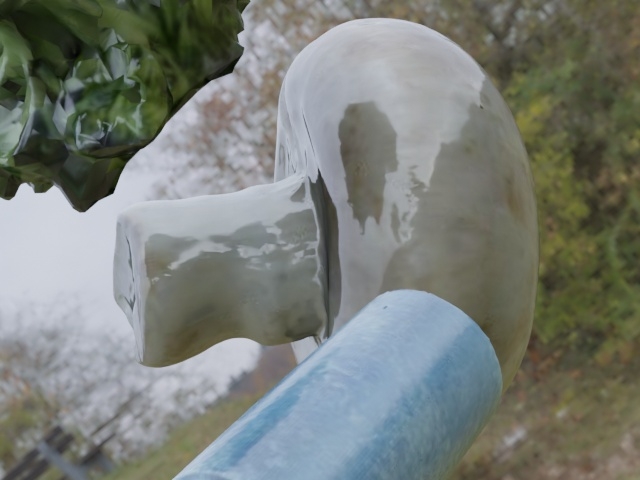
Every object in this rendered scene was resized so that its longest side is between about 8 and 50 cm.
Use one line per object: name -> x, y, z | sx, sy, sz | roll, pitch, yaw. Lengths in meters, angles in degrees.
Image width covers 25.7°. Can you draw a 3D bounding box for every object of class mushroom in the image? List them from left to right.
mushroom -> 0.000, 0.000, 0.765 | 0.243, 0.243, 0.243 | -38, -6, -5

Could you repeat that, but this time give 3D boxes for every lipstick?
lipstick -> -0.032, 0.100, 0.377 | 0.274, 0.061, 0.068 | -40, -24, -49

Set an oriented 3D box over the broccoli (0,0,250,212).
broccoli -> -0.175, -0.179, 0.547 | 0.302, 0.249, 0.375 | -31, -48, -20
